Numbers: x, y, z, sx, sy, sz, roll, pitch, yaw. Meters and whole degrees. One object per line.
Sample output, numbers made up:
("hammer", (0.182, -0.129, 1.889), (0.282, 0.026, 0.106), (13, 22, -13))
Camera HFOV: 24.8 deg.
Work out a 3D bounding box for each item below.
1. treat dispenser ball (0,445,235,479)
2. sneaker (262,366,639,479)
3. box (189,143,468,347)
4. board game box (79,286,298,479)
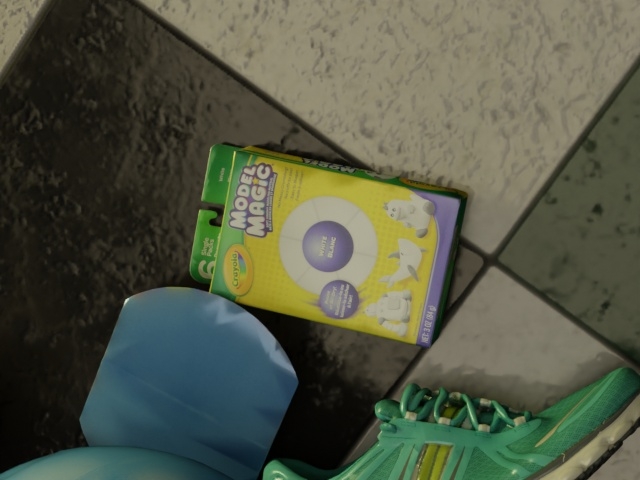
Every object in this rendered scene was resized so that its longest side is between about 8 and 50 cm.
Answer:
("treat dispenser ball", (-0.128, 0.268, 0.878), (0.288, 0.288, 0.288), (2, 98, 12))
("sneaker", (0.084, 0.142, 0.947), (0.275, 0.107, 0.110), (-25, 82, 15))
("box", (0.000, 0.000, 0.975), (0.179, 0.043, 0.105), (12, 100, 13))
("board game box", (-0.088, 0.109, 1.009), (0.133, 0.033, 0.168), (27, 109, 11))
